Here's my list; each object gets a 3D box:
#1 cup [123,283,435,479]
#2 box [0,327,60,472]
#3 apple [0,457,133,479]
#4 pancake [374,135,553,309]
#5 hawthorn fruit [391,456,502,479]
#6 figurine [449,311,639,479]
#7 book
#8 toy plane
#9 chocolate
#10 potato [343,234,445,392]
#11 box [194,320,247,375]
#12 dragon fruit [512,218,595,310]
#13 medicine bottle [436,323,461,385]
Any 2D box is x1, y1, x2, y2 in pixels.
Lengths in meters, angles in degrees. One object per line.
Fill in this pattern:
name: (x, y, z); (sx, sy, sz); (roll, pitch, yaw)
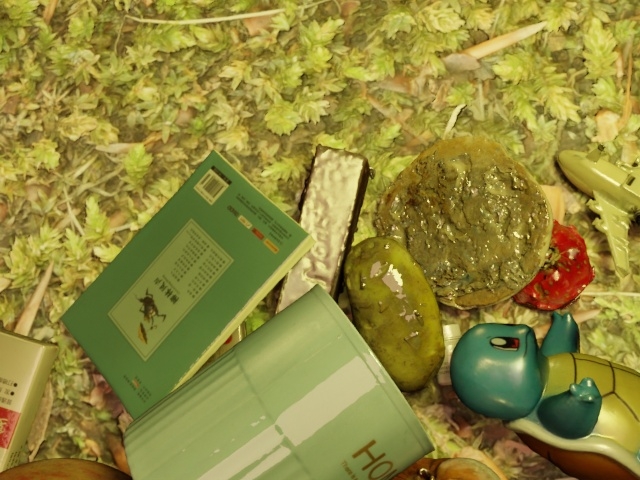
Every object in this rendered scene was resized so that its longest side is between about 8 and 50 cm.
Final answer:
cup: (-0.057, 0.251, 0.919); (0.311, 0.331, 0.257); (-34, 85, -6)
box: (-0.622, 0.222, 1.112); (0.353, 0.069, 0.214); (15, 80, 8)
apple: (-0.328, 0.450, 0.923); (0.269, 0.345, 0.345); (-28, 78, -12)
pancake: (0.211, -0.024, 1.056); (0.282, 0.049, 0.282); (-1, 89, 36)
hawthorn fruit: (0.143, 0.416, 0.936); (0.235, 0.231, 0.263); (12, 75, 17)
figurine: (0.389, 0.239, 0.972); (0.416, 0.298, 0.243); (42, 118, -1)
book: (-0.216, 0.063, 1.071); (0.379, 0.031, 0.264); (-47, 57, 0)
toy plane: (0.484, -0.065, 1.080); (0.256, 0.104, 0.242); (40, 69, 4)
chocolate: (0.000, 0.000, 1.088); (0.112, 0.112, 0.321); (14, 80, 5)
potato: (0.113, 0.113, 1.042); (0.113, 0.149, 0.251); (-27, 96, -41)
box: (-0.178, 0.229, 1.082); (0.141, 0.058, 0.201); (-8, 79, 2)
dragon fruit: (0.355, 0.035, 1.059); (0.153, 0.111, 0.153); (0, 83, 4)
medicine bottle: (0.199, 0.176, 1.069); (0.052, 0.052, 0.089); (-8, 79, 2)
